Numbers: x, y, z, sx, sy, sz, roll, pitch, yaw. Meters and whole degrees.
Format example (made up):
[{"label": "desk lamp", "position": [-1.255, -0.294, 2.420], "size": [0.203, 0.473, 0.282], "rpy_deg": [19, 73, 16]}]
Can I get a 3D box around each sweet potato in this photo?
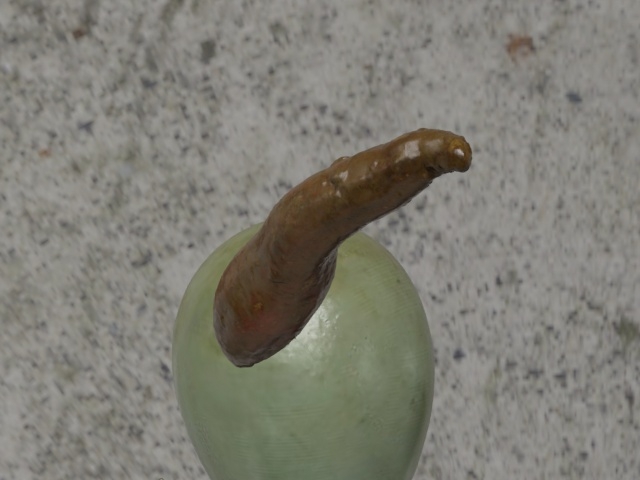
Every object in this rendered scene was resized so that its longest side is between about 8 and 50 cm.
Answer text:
[{"label": "sweet potato", "position": [0.000, 0.000, 0.694], "size": [0.050, 0.214, 0.050], "rpy_deg": [13, 57, -21]}]

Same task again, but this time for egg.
[{"label": "egg", "position": [-0.013, 0.126, 1.295], "size": [0.218, 0.218, 0.296], "rpy_deg": [-3, 99, 8]}]

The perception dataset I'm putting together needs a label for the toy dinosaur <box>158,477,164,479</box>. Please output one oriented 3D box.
[{"label": "toy dinosaur", "position": [-0.107, 0.209, 0.870], "size": [0.039, 0.162, 0.126], "rpy_deg": [-24, 87, -43]}]
